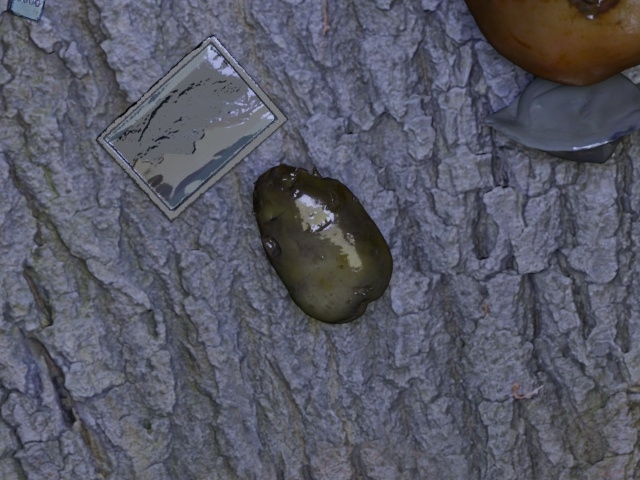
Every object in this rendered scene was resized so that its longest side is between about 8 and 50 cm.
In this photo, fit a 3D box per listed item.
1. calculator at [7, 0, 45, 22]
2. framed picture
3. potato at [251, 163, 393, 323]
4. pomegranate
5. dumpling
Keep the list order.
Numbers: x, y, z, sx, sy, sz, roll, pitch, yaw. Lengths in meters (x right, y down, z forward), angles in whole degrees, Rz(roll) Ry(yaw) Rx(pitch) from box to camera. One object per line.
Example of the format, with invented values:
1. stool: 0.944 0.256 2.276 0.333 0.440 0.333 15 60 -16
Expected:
1. calculator: -0.449 -0.435 1.639 0.057 0.018 0.172 17 100 -11
2. framed picture: -0.214 -0.185 1.721 0.265 0.018 0.192 -42 102 5
3. potato: 0.000 0.000 1.724 0.192 0.141 0.296 -29 106 19
4. pomegranate: 0.405 -0.443 1.539 0.412 0.411 0.411 -1 103 -5
5. dumpling: 0.418 -0.186 1.679 0.243 0.227 0.175 -33 114 13
